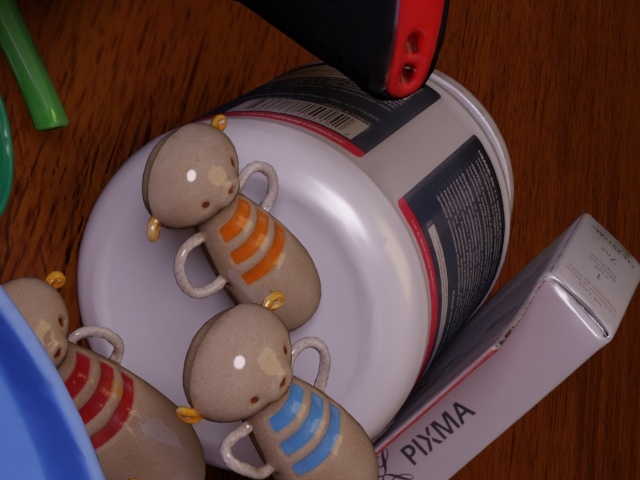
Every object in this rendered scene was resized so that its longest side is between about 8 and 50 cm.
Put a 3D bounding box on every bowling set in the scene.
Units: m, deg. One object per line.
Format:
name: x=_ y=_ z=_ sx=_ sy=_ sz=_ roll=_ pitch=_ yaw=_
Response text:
bowling set: x=-0.051 y=0.088 z=0.642 sx=0.287 sy=0.200 sz=0.154 roll=-57 pitch=139 yaw=-19

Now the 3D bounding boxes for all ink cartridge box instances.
ink cartridge box: x=0.058 y=0.119 z=0.950 sx=0.060 sy=0.275 sz=0.239 roll=46 pitch=26 yaw=0

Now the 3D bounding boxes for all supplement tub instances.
supplement tub: x=0.000 y=0.000 z=0.924 sx=0.272 sy=0.191 sz=0.191 roll=-39 pitch=119 yaw=-65

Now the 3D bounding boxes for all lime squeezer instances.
lime squeezer: x=-0.168 y=-0.203 z=0.738 sx=0.110 sy=0.059 sz=0.310 roll=-19 pitch=97 yaw=-62

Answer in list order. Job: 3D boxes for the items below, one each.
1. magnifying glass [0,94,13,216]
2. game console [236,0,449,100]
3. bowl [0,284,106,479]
magnifying glass: x=-0.194 y=-0.097 z=0.697 sx=0.092 sy=0.026 sz=0.231 roll=-73 pitch=150 yaw=-47
game console: x=-0.022 y=-0.277 z=0.752 sx=0.386 sy=0.060 sz=0.342 roll=-135 pitch=-131 yaw=-60
bowl: x=-0.204 y=0.152 z=0.376 sx=0.391 sy=0.077 sz=0.391 roll=-8 pitch=100 yaw=-52
